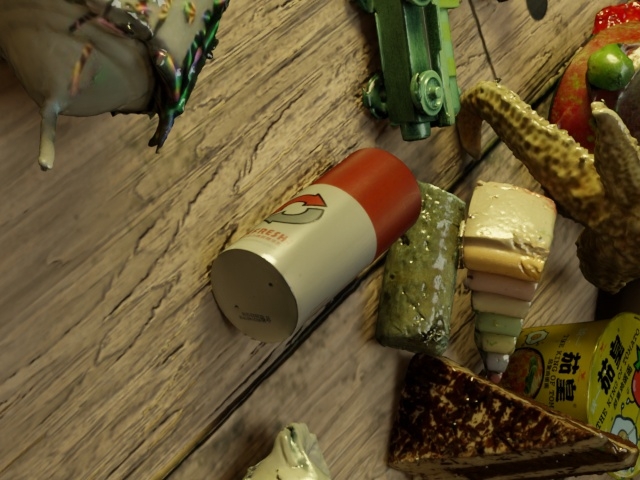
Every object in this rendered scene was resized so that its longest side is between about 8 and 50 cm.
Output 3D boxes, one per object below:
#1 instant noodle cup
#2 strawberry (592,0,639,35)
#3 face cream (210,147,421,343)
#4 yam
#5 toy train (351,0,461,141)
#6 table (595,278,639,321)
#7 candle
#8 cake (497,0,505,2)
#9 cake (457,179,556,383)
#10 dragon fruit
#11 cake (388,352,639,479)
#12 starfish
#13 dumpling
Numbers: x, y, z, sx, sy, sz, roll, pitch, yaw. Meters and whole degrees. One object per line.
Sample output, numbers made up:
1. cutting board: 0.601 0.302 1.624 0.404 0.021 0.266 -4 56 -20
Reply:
1. instant noodle cup: 0.278 0.169 1.709 0.182 0.144 0.182 3 87 -51
2. strawberry: 0.413 -0.254 1.934 0.188 0.082 0.121 -37 113 -41
3. face cream: 0.000 0.000 1.423 0.214 0.096 0.096 -40 118 -43
4. yam: 0.103 0.026 1.560 0.078 0.078 0.179 28 67 -46
5. toy train: 0.100 -0.203 1.561 0.132 0.083 0.200 -15 101 -52
6. table: 0.449 0.118 1.875 0.172 0.193 0.169 27 69 -46
7. candle: -0.164 -0.183 1.167 0.187 0.187 0.330 43 59 -40
8. cake: 0.184 -0.324 1.689 0.121 0.052 0.065 44 62 -38
9. cake: 0.204 0.048 1.617 0.225 0.090 0.109 76 21 -44
10. dragon fruit: 0.368 -0.137 1.805 0.268 0.130 0.295 -46 131 -9
11. cake: 0.184 0.215 1.534 0.112 0.246 0.135 23 90 -48
12. starfish: 0.323 0.006 1.635 0.082 0.324 0.432 -49 114 -13
13. dumpling: -0.030 0.260 1.383 0.127 0.108 0.188 74 20 -55
